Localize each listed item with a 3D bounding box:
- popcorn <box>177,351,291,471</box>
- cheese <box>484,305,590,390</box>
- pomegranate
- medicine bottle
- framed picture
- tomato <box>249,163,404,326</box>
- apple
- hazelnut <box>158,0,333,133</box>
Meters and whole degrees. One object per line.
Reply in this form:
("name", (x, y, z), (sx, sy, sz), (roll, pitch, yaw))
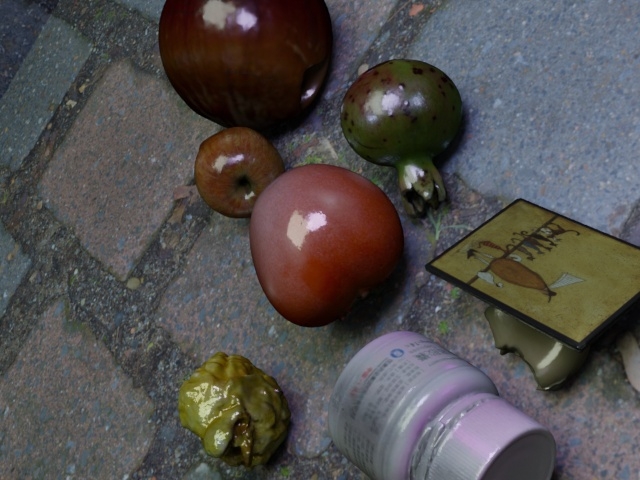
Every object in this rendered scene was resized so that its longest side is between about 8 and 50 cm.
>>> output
("popcorn", (-0.167, 0.342, 1.837), (0.192, 0.233, 0.266), (-37, 24, 16))
("cheese", (0.374, 0.156, 1.541), (0.175, 0.091, 0.202), (-35, 51, 26))
("pomegranate", (0.187, -0.220, 1.818), (0.242, 0.242, 0.306), (-41, 85, 19))
("medicine bottle", (0.196, 0.319, 1.502), (0.325, 0.256, 0.256), (29, 91, 46))
("framed picture", (0.381, 0.044, 1.539), (0.255, 0.014, 0.339), (-33, 40, -24))
("tomato", (0.000, 0.000, 1.786), (0.321, 0.321, 0.321), (-19, 59, 34))
("apple", (-0.187, -0.157, 2.102), (0.211, 0.211, 0.188), (-46, 25, 15))
("hazelnut", (-0.186, -0.465, 2.131), (0.429, 0.402, 0.402), (10, 77, 32))
